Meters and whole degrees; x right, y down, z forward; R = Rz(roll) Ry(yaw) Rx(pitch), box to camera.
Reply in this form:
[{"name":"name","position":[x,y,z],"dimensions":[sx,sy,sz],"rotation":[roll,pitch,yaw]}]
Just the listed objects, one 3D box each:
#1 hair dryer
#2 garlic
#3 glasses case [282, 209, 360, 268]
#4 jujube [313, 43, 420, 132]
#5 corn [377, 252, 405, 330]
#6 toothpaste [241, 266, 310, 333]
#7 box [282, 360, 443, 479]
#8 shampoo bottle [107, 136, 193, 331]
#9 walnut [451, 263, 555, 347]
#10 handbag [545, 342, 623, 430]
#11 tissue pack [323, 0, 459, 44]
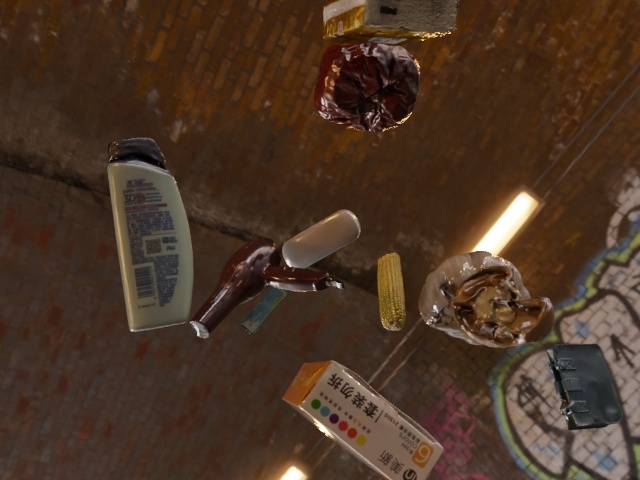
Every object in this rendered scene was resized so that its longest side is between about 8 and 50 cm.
[{"name":"hair dryer","position":[-0.109,0.120,1.300],"dimensions":[0.313,0.340,0.123],"rotation":[-56,-40,-42]},{"name":"garlic","position":[0.452,0.167,1.595],"dimensions":[0.321,0.241,0.322],"rotation":[3,-27,2]},{"name":"glasses case","position":[0.000,0.000,1.447],"dimensions":[0.233,0.092,0.059],"rotation":[-32,-3,22]},{"name":"jujube","position":[0.106,-0.355,1.244],"dimensions":[0.232,0.213,0.213],"rotation":[9,-54,-5]},{"name":"corn","position":[0.217,0.155,1.673],"dimensions":[0.081,0.249,0.081],"rotation":[-1,-31,0]},{"name":"toothpaste","position":[-0.136,0.170,1.665],"dimensions":[0.267,0.050,0.065],"rotation":[-48,-5,-4]},{"name":"box","position":[0.053,0.294,0.893],"dimensions":[0.091,0.220,0.274],"rotation":[-52,-3,-17]},{"name":"shampoo bottle","position":[-0.318,-0.016,1.031],"dimensions":[0.134,0.360,0.078],"rotation":[-8,-8,-20]},{"name":"walnut","position":[0.446,0.185,1.344],"dimensions":[0.204,0.238,0.141],"rotation":[-33,-54,1]},{"name":"handbag","position":[0.738,0.411,1.536],"dimensions":[0.179,0.229,0.062],"rotation":[1,-28,-16]},{"name":"tissue pack","position":[0.120,-0.412,0.994],"dimensions":[0.183,0.226,0.092],"rotation":[-2,-77,-18]}]
